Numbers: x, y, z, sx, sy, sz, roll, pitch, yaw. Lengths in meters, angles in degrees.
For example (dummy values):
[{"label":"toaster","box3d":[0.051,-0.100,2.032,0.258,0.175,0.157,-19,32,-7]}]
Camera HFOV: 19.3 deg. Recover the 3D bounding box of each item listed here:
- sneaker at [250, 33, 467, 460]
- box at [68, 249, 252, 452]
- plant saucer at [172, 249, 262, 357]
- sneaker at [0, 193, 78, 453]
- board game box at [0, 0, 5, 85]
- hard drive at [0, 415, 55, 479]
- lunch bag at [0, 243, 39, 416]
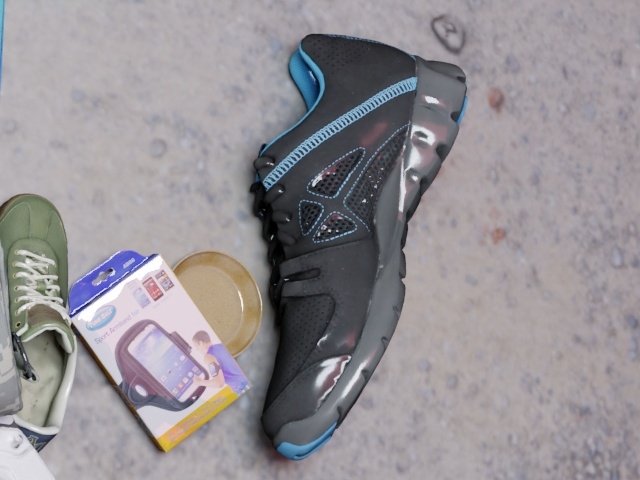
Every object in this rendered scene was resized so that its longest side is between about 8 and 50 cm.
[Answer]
[{"label":"sneaker","box3d":[0.000,0.000,1.413,0.140,0.125,0.341,21,64,-8]},{"label":"box","box3d":[-0.120,0.074,1.346,0.081,0.028,0.136,-37,102,-14]},{"label":"plant saucer","box3d":[-0.082,0.049,1.394,0.083,0.015,0.083,7,76,-30]},{"label":"sneaker","box3d":[-0.192,0.056,1.282,0.064,0.086,0.192,13,73,-29]},{"label":"board game box","box3d":[-0.298,-0.116,1.276,0.160,0.047,0.210,9,76,-29]},{"label":"hard drive","box3d":[-0.269,0.296,1.171,0.339,0.064,0.237,-42,115,-32]},{"label":"lunch bag","box3d":[-0.336,0.036,1.103,0.305,0.212,0.256,-20,113,-20]}]
